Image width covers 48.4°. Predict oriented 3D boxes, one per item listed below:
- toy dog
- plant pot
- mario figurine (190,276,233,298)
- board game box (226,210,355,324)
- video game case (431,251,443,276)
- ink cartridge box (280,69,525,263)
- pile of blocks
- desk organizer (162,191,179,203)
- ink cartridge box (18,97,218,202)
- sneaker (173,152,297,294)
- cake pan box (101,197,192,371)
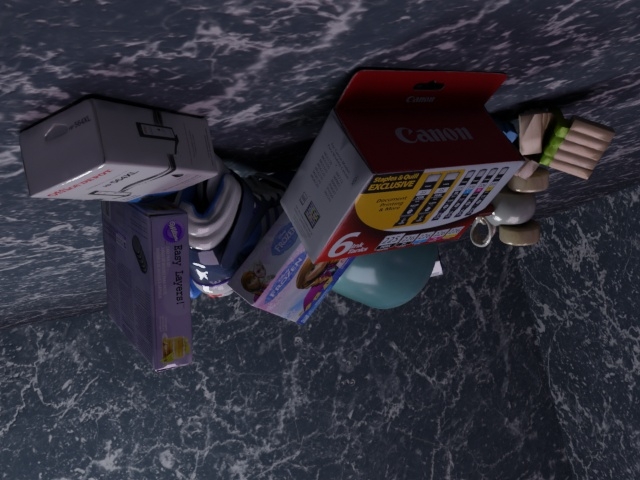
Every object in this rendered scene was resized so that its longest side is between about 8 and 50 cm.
[{"bbox_3d":[0.339,-0.092,1.523,0.160,0.220,0.333,-6,180,-19],"label":"toy dog"},{"bbox_3d":[0.095,0.005,1.694,0.292,0.293,0.235,-18,159,34],"label":"plant pot"},{"bbox_3d":[-0.355,0.096,2.013,0.320,0.170,0.198,-33,159,-18],"label":"mario figurine"},{"bbox_3d":[0.000,0.000,1.322,0.319,0.066,0.318,-53,161,-1],"label":"board game box"},{"bbox_3d":[0.189,0.001,1.930,0.244,0.270,0.061,-13,135,10],"label":"video game case"},{"bbox_3d":[0.137,-0.111,1.065,0.309,0.130,0.272,-9,148,-35],"label":"ink cartridge box"},{"bbox_3d":[0.356,-0.196,1.354,0.361,0.149,0.113,-4,-143,6],"label":"pile of blocks"},{"bbox_3d":[-0.253,-0.086,1.274,0.130,0.047,0.050,-8,174,-33],"label":"desk organizer"},{"bbox_3d":[-0.259,-0.109,0.928,0.148,0.086,0.203,-17,173,32],"label":"ink cartridge box"},{"bbox_3d":[-0.129,-0.080,1.232,0.323,0.130,0.236,-49,151,-32],"label":"sneaker"},{"bbox_3d":[-0.285,0.046,1.138,0.070,0.246,0.266,-7,-163,-31],"label":"cake pan box"}]
